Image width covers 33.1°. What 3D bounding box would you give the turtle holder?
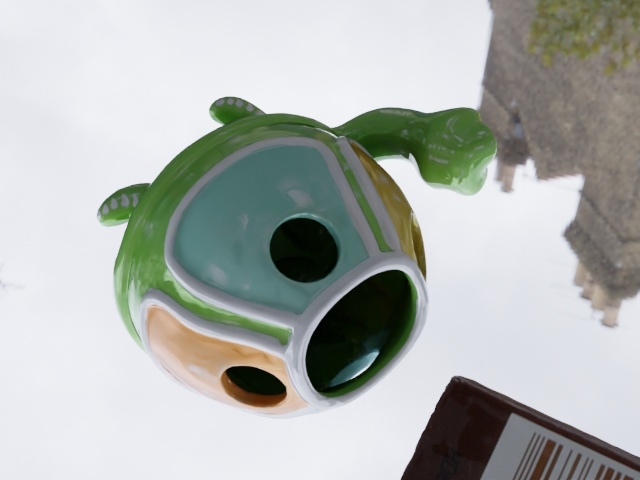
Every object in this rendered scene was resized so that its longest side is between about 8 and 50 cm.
[{"bbox_3d":[-0.005,0.018,0.925,0.320,0.243,0.227,-18,-147,-32],"label":"turtle holder"}]

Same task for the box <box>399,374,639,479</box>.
[{"bbox_3d":[0.100,0.183,0.467,0.168,0.203,0.167,23,-104,17],"label":"box"}]
